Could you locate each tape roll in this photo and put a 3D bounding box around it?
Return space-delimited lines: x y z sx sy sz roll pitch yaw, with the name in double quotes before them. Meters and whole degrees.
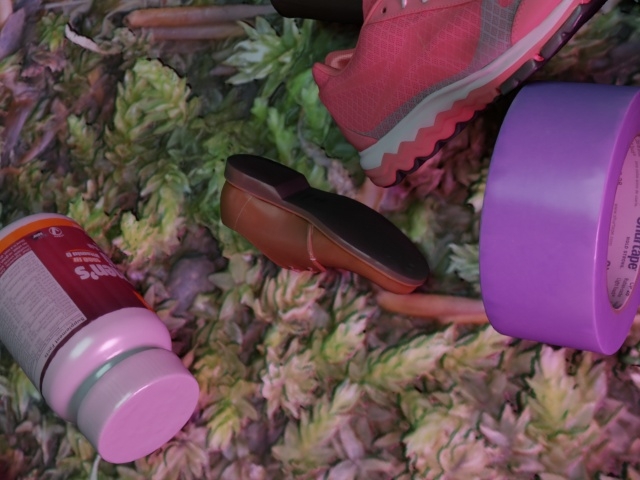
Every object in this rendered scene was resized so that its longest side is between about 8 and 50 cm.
"tape roll" 0.183 -0.018 0.762 0.080 0.189 0.189 10 76 27

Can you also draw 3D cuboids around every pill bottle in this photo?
"pill bottle" -0.209 0.084 0.946 0.121 0.121 0.221 -48 60 2

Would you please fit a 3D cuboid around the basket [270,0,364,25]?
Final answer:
"basket" 0.090 -0.262 0.919 0.227 0.154 0.204 23 106 25

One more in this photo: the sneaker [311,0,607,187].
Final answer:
"sneaker" 0.096 -0.161 0.805 0.136 0.116 0.314 48 136 -2

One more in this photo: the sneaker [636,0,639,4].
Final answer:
"sneaker" 0.265 -0.214 0.882 0.109 0.040 0.044 17 82 29

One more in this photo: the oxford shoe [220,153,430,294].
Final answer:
"oxford shoe" 0.000 0.000 0.923 0.212 0.076 0.076 29 115 28
